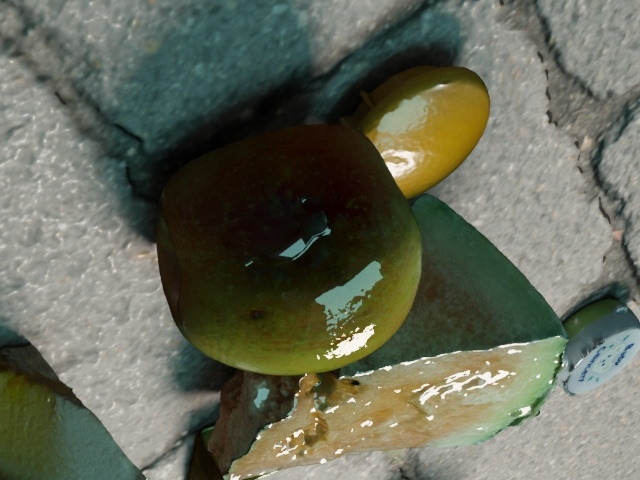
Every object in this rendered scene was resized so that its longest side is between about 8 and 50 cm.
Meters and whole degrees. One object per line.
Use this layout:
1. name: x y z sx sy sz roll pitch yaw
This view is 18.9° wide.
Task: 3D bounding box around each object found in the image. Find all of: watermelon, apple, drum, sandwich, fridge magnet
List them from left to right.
1. sandwich: -0.079 0.230 1.848 0.074 0.074 0.116 -21 147 -27
2. apple: -0.025 0.014 1.487 0.188 0.174 0.207 -18 129 -13
3. watermelon: 0.053 0.089 1.721 0.302 0.151 0.264 -6 152 -18
4. fridge magnet: 0.075 -0.088 1.577 0.143 0.063 0.143 -27 147 -19
5. drum: 0.259 0.116 2.086 0.253 0.049 0.130 2 133 -49

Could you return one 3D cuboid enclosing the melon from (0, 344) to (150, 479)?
1. melon: -0.220 0.139 1.541 0.139 0.202 0.093 -57 166 -72
